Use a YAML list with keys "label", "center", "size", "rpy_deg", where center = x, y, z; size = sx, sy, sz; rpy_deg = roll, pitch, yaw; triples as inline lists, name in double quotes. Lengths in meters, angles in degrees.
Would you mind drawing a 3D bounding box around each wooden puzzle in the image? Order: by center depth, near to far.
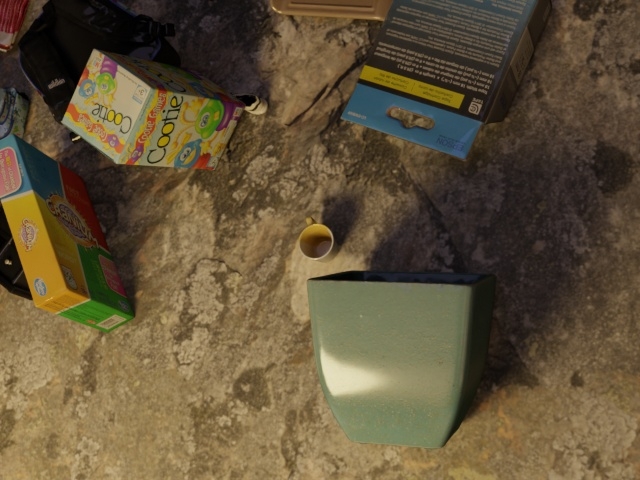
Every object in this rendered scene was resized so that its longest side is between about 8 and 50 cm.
- label: "wooden puzzle"
  center: [0.042, -0.514, 1.801]
  size: [0.239, 0.044, 0.220]
  rpy_deg: [9, 78, 16]

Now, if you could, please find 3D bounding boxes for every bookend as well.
- label: "bookend"
  center: [-0.572, 0.004, 1.837]
  size: [0.157, 0.072, 0.156]
  rpy_deg: [36, 88, 23]

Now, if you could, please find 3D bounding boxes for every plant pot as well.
- label: "plant pot"
  center: [0.128, 0.179, 1.478]
  size: [0.247, 0.248, 0.252]
  rpy_deg: [2, 92, 18]

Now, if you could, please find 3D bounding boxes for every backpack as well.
- label: "backpack"
  center: [-0.418, -0.336, 1.808]
  size: [0.263, 0.213, 0.276]
  rpy_deg: [43, 87, 15]
- label: "backpack"
  center: [-0.645, -0.245, 1.923]
  size: [0.105, 0.084, 0.114]
  rpy_deg: [-2, 77, 20]

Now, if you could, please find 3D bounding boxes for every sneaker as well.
- label: "sneaker"
  center: [-0.153, -0.259, 1.790]
  size: [0.109, 0.044, 0.040]
  rpy_deg: [4, 79, 21]

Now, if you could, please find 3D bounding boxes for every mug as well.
- label: "mug"
  center: [0.003, 0.002, 1.654]
  size: [0.062, 0.064, 0.078]
  rpy_deg: [6, 77, 20]

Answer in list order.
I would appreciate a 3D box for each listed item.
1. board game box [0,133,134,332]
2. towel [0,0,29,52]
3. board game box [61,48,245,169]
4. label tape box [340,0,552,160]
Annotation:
- label: "board game box"
  center: [-0.460, -0.007, 1.712]
  size: [0.064, 0.242, 0.316]
  rpy_deg: [-28, 69, 7]
- label: "towel"
  center: [-0.703, -0.577, 1.991]
  size: [0.237, 0.037, 0.329]
  rpy_deg: [18, 80, -15]
- label: "board game box"
  center: [-0.283, -0.222, 1.679]
  size: [0.144, 0.275, 0.142]
  rpy_deg: [35, 108, 23]
- label: "label tape box"
  center: [0.215, -0.305, 1.648]
  size: [0.241, 0.106, 0.333]
  rpy_deg: [22, 84, 23]
